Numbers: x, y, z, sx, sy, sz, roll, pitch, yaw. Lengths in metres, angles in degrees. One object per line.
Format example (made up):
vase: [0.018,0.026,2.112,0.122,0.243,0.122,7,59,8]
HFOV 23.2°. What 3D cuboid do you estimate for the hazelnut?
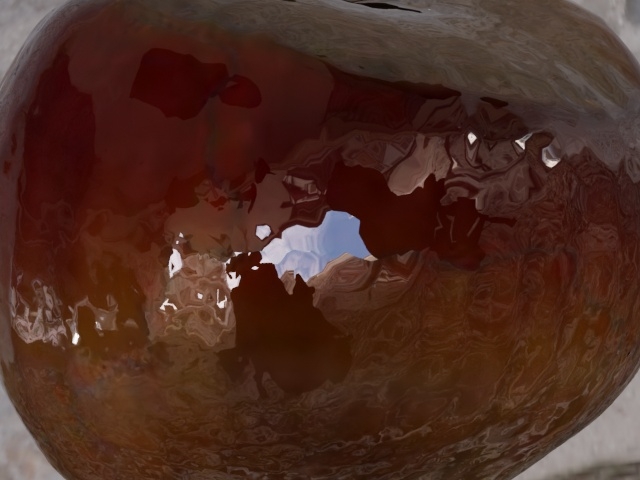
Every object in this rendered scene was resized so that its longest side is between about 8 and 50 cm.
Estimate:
hazelnut: [0.000,0.000,0.894,0.409,0.359,0.359,7,123,-30]
